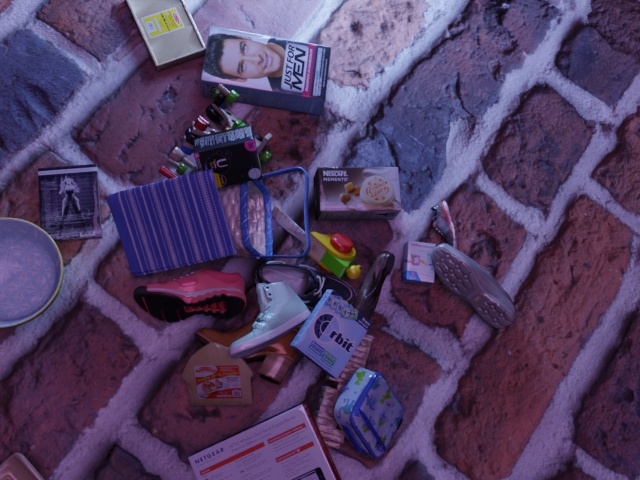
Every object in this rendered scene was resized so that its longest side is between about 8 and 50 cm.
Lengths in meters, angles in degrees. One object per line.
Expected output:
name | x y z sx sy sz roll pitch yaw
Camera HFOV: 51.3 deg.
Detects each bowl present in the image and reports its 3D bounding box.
bowl | -0.815 0.098 1.756 0.289 0.156 0.289 2 75 -9

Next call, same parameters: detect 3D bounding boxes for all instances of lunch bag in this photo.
lunch bag | 0.131 0.468 1.789 0.176 0.090 0.219 -51 131 -31

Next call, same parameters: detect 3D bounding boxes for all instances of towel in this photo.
towel | -0.403 -0.043 1.801 0.336 0.040 0.243 -11 103 19

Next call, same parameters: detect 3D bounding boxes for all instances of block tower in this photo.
block tower | 0.056 0.402 1.857 0.097 0.091 0.335 18 74 -5

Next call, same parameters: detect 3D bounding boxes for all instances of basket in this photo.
basket | -0.169 -0.070 1.866 0.289 0.201 0.255 -5 75 21

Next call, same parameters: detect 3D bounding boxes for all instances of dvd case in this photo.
dvd case | -0.714 -0.107 1.897 0.164 0.018 0.221 -6 78 -9

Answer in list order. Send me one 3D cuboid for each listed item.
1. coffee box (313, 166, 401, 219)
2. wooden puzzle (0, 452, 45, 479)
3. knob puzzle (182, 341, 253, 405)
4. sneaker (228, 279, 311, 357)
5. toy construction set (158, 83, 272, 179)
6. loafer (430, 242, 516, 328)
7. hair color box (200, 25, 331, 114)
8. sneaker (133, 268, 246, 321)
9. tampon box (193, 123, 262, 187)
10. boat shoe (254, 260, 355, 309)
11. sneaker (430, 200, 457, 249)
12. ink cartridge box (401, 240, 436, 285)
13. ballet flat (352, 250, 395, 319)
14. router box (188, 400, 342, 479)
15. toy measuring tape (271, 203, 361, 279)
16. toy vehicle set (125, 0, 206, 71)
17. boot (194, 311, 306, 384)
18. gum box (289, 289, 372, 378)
coffee box | 0.108 -0.140 1.997 0.246 0.098 0.141 0 76 -9
wooden puzzle | -0.774 0.755 1.643 0.348 0.080 0.322 -42 85 -12
knob puzzle | -0.275 0.353 1.787 0.213 0.030 0.213 1 113 3
sneaker | -0.164 0.202 1.778 0.256 0.094 0.151 -28 78 -32
toy construction set | -0.279 -0.253 1.920 0.237 0.257 0.309 37 94 -11
loafer | 0.454 0.126 1.981 0.319 0.112 0.111 47 34 -6
hair color box | -0.166 -0.517 2.041 0.374 0.113 0.185 8 75 -7
sneaker | -0.358 0.143 1.863 0.314 0.116 0.136 1 41 0
tampon box | -0.247 -0.222 1.784 0.161 0.120 0.101 -13 36 -1
boat shoe | -0.041 0.131 1.908 0.302 0.091 0.114 10 75 -7
sneaker | 0.379 -0.040 2.048 0.065 0.061 0.158 -16 77 15
ink cartridge box | 0.295 0.068 2.000 0.088 0.052 0.122 7 73 -8
ballet flat | 0.143 0.138 1.955 0.058 0.084 0.250 16 72 34
router box | -0.128 0.626 1.726 0.335 0.082 0.301 -25 81 3
toy measuring tape | 0.000 0.000 1.956 0.330 0.121 0.121 41 73 21
toy vehicle set | -0.482 -0.671 2.067 0.166 0.035 0.267 -23 81 -14
boot | -0.183 0.246 1.853 0.283 0.109 0.220 22 66 8
gum box | 0.031 0.252 1.797 0.157 0.041 0.184 40 73 -19
